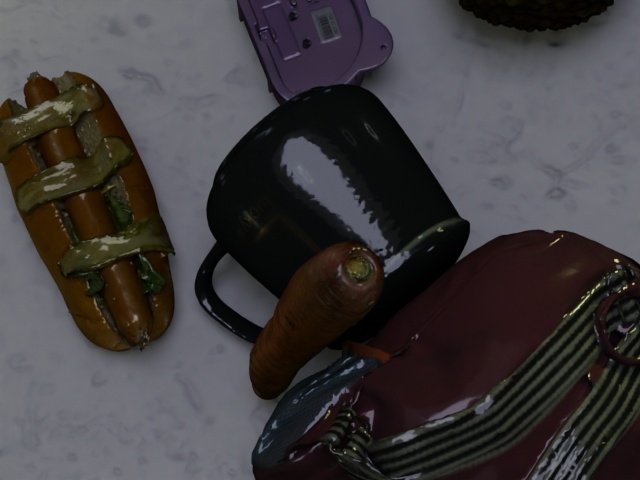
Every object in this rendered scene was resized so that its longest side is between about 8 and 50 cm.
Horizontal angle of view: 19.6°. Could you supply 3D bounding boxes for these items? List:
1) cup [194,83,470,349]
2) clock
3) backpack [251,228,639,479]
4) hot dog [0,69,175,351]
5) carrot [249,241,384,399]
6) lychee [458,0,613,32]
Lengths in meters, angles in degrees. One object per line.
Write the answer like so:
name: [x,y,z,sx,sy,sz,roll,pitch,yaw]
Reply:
cup: [0.000,0.000,1.454,0.176,0.169,0.223,47,114,10]
clock: [-0.006,-0.181,1.561,0.110,0.050,0.153,-21,71,-3]
backpack: [0.144,0.146,1.352,0.317,0.197,0.283,-44,89,-7]
hot dog: [-0.188,-0.025,1.509,0.109,0.072,0.270,-25,69,-2]
carrot: [-0.013,0.065,1.362,0.059,0.248,0.059,8,63,-16]
lychee: [0.179,-0.247,1.520,0.171,0.171,0.171,-1,70,4]
